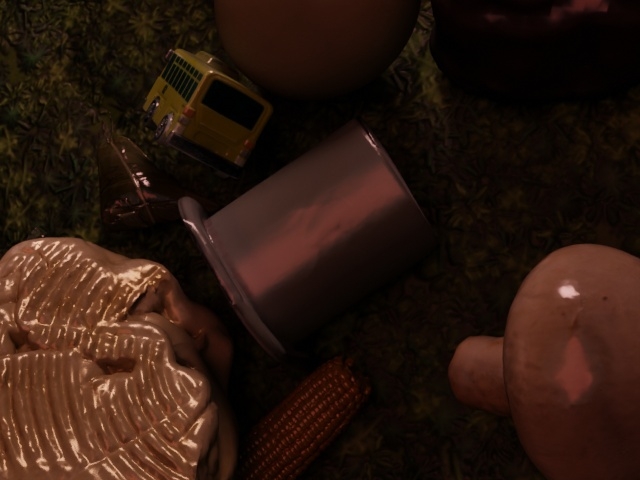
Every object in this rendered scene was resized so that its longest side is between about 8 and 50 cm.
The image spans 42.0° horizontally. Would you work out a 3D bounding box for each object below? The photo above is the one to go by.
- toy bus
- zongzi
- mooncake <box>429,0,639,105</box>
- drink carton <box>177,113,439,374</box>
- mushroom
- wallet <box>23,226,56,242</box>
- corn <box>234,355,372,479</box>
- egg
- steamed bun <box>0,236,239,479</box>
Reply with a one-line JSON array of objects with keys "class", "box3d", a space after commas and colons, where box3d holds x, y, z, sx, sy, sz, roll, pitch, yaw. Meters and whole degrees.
[{"class": "toy bus", "box3d": [-0.119, -0.135, 0.852, 0.101, 0.088, 0.175, -60, 28, 8]}, {"class": "zongzi", "box3d": [-0.186, -0.084, 0.945, 0.130, 0.062, 0.154, -11, 58, -3]}, {"class": "mooncake", "box3d": [0.239, -0.334, 0.752, 0.351, 0.212, 0.381, -16, 76, 10]}, {"class": "drink carton", "box3d": [0.000, 0.000, 0.781, 0.190, 0.191, 0.185, -30, 68, 5]}, {"class": "mushroom", "box3d": [0.203, 0.098, 0.675, 0.209, 0.206, 0.206, 19, 86, 29]}, {"class": "wallet", "box3d": [-0.269, 0.109, 0.922, 0.236, 0.055, 0.160, 31, 88, 15]}, {"class": "corn", "box3d": [-0.033, 0.196, 0.808, 0.207, 0.068, 0.068, -45, 68, 4]}, {"class": "egg", "box3d": [-0.003, -0.231, 0.806, 0.242, 0.186, 0.186, -9, 71, 60]}, {"class": "steamed bun", "box3d": [-0.203, 0.168, 0.773, 0.289, 0.203, 0.276, 23, 54, 10]}]
